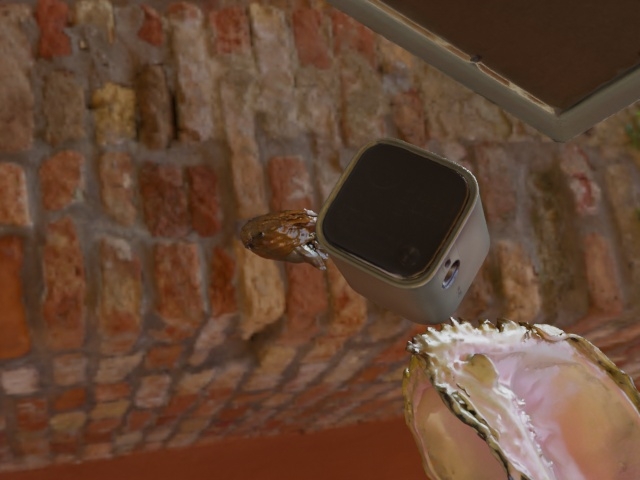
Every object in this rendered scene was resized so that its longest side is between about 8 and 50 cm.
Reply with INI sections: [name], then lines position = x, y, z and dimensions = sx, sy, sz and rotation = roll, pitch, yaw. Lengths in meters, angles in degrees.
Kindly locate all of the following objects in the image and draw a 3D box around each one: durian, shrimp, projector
[durian]
position = 0.206, 0.179, 0.719
dimensions = 0.305, 0.196, 0.185
rotation = 51, -26, 12
[shrimp]
position = -0.004, 0.007, 1.171
dimensions = 0.262, 0.117, 0.066
rotation = 8, 77, -55
[projector]
position = 0.054, -0.004, 0.543
dimensions = 0.083, 0.083, 0.082
rotation = -59, 156, -11

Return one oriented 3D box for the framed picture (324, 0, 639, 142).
[framed picture]
position = 0.084, -0.134, 0.259
dimensions = 0.273, 0.216, 0.016
rotation = -31, -144, 57
